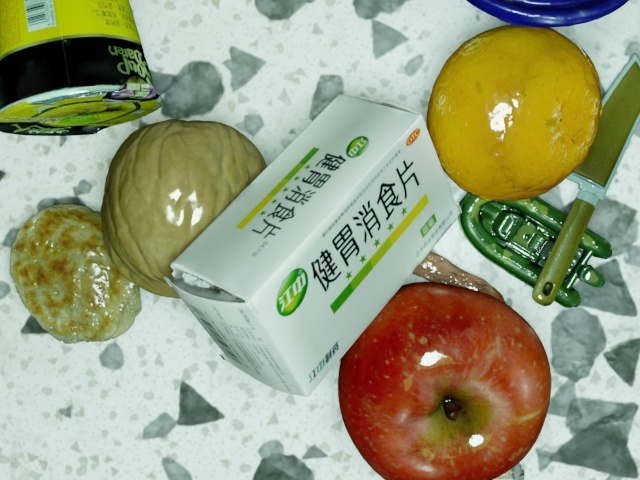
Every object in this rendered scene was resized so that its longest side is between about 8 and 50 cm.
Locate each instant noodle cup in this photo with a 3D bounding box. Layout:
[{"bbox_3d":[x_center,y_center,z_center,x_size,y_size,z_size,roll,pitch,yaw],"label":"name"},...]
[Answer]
[{"bbox_3d":[-0.317,-0.263,1.355,0.215,0.215,0.236,-11,87,5],"label":"instant noodle cup"}]

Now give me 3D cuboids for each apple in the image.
[{"bbox_3d":[0.148,0.180,1.338,0.260,0.216,0.260,0,101,-2],"label":"apple"}]

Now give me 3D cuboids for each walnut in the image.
[{"bbox_3d":[-0.166,-0.038,1.339,0.228,0.228,0.228,0,94,4],"label":"walnut"}]

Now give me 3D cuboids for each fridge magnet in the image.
[{"bbox_3d":[0.265,-0.363,1.305,0.265,0.112,0.265,1,58,-2],"label":"fridge magnet"}]

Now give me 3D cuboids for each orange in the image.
[{"bbox_3d":[0.231,-0.154,1.316,0.219,0.193,0.219,-15,129,-20],"label":"orange"}]

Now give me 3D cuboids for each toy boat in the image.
[{"bbox_3d":[0.272,0.000,1.401,0.210,0.052,0.104,33,98,0],"label":"toy boat"}]

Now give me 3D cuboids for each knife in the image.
[{"bbox_3d":[0.336,-0.079,1.371,0.061,0.027,0.343,27,83,-2],"label":"knife"}]

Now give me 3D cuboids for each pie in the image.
[{"bbox_3d":[-0.312,0.044,1.421,0.163,0.079,0.193,-34,85,18],"label":"pie"}]

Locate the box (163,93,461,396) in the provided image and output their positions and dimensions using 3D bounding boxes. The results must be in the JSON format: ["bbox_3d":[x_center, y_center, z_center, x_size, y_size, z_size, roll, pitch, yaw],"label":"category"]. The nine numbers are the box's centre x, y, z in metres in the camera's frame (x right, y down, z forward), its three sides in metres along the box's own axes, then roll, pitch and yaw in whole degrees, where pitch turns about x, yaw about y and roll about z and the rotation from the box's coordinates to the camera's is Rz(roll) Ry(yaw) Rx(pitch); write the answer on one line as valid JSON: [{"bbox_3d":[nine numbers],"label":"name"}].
[{"bbox_3d":[-0.001,0.002,1.274,0.333,0.145,0.173,-47,132,-23],"label":"box"}]

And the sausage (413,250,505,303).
[{"bbox_3d":[0.174,0.053,1.419,0.158,0.036,0.042,30,94,2],"label":"sausage"}]

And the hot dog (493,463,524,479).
[{"bbox_3d":[0.214,0.367,1.429,0.108,0.059,0.191,1,91,-10],"label":"hot dog"}]
